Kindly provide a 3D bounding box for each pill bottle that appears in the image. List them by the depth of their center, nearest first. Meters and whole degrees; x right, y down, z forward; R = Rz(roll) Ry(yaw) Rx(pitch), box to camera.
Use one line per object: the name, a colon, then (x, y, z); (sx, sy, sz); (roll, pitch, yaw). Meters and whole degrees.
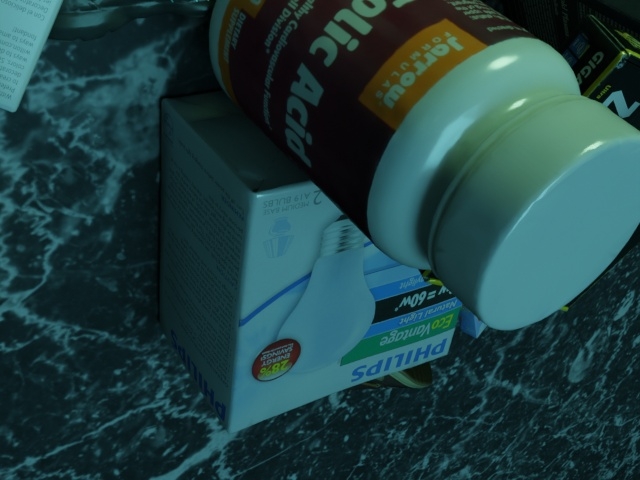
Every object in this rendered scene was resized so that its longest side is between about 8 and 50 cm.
pill bottle: (0.085, -0.115, 0.763); (0.224, 0.392, 0.224); (-26, 141, -23)

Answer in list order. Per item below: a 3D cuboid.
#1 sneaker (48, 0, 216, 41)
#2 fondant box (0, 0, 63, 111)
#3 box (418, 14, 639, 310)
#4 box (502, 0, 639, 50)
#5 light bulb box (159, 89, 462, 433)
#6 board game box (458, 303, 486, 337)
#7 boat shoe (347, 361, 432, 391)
sneaker: (-0.155, -0.270, 0.812); (0.267, 0.101, 0.106); (-21, 133, -23)
fondant box: (-0.289, -0.295, 0.642); (0.238, 0.096, 0.330); (20, 111, -28)
box: (0.284, -0.064, 0.939); (0.257, 0.079, 0.322); (14, 128, -34)
box: (0.451, -0.346, 1.058); (0.343, 0.312, 0.179); (-37, 139, -4)
light bulb box: (0.000, 0.000, 1.076); (0.358, 0.225, 0.361); (-15, 132, -28)
board game box: (0.292, 0.034, 1.370); (0.211, 0.039, 0.160); (-45, 143, -23)
boat shoe: (0.066, 0.187, 1.399); (0.123, 0.123, 0.342); (-25, 153, 27)
